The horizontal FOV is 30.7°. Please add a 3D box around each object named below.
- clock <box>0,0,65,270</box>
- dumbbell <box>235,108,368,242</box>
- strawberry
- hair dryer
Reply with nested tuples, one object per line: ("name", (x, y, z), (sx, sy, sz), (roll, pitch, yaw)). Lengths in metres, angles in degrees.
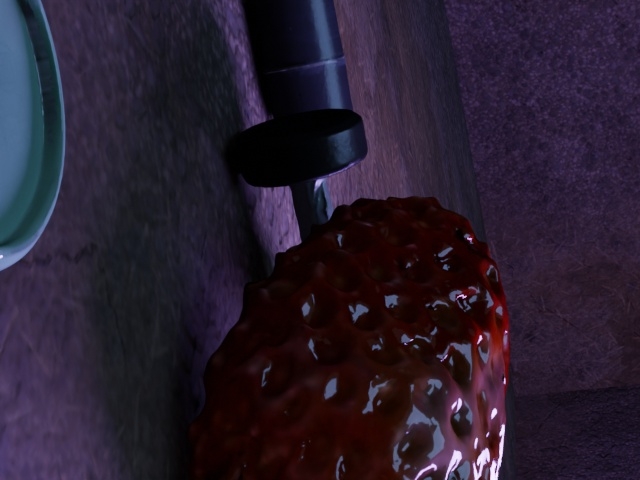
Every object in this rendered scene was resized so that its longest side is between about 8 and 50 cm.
("clock", (-0.142, -0.055, 0.398), (0.211, 0.066, 0.159), (-50, 131, -74))
("dumbbell", (0.000, 0.000, 0.909), (0.100, 0.100, 0.191), (-62, 143, -69))
("strawberry", (0.058, 0.110, 0.775), (0.265, 0.149, 0.336), (53, 47, -37))
("hair dryer", (-0.011, -0.174, 1.062), (0.219, 0.072, 0.124), (-64, 145, -79))
